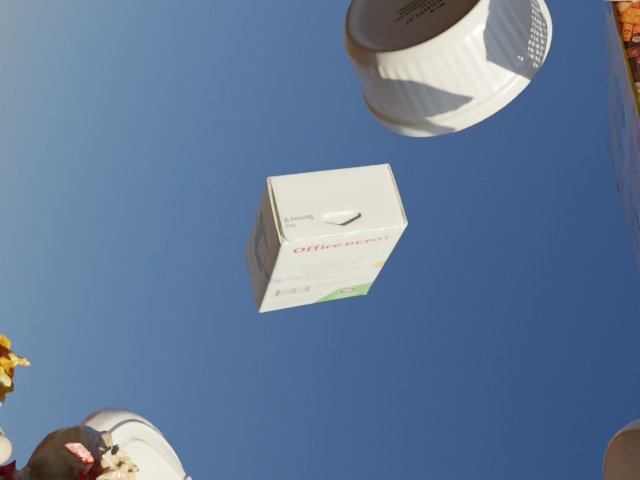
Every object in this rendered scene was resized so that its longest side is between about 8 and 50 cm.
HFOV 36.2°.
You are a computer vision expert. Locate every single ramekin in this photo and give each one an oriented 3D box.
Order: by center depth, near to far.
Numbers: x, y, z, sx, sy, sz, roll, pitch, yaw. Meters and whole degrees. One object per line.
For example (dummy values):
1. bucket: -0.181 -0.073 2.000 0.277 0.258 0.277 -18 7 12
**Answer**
1. ramekin: 0.153 -0.277 1.272 0.273 0.127 0.273 -20 -135 21

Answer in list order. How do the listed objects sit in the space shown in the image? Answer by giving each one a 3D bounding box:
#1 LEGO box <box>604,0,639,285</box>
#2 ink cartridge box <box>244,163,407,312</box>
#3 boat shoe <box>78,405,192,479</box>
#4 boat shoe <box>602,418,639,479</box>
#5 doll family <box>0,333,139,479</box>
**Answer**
1. LEGO box: 0.534 -0.112 1.380 0.193 0.500 0.372 -11 -116 12
2. ink cartridge box: 0.000 0.000 1.203 0.212 0.154 0.093 115 -36 -64
3. boat shoe: -0.117 0.235 0.763 0.088 0.267 0.096 15 -136 32
4. boat shoe: 0.233 0.148 0.437 0.219 0.070 0.077 35 -50 25
5. doll family: -0.203 0.111 0.427 0.263 0.118 0.163 -20 -155 29
